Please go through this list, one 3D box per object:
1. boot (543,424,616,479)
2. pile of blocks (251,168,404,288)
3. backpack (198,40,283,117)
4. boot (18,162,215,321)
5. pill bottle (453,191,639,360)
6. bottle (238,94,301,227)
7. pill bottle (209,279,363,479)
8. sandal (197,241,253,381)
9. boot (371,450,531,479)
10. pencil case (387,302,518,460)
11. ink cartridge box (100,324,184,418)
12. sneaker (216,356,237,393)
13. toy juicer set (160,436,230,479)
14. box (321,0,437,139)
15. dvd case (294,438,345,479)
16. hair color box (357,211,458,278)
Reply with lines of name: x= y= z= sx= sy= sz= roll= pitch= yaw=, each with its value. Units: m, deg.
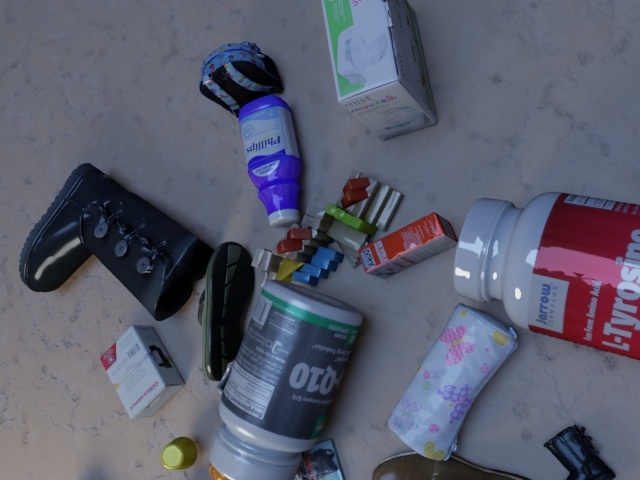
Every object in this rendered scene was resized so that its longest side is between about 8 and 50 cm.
boot: x=0.405 y=0.370 z=1.045 sx=0.121 sy=0.045 sz=0.099 roll=-39 pitch=67 yaw=9
pile of blocks: x=0.000 y=0.000 z=1.290 sx=0.362 sy=0.113 sz=0.149 roll=-41 pitch=65 yaw=16
backpack: x=-0.193 y=-0.373 z=1.425 sx=0.158 sy=0.173 sz=0.116 roll=-26 pitch=70 yaw=23
boot: x=-0.500 y=0.061 z=1.542 sx=0.445 sy=0.146 sz=0.367 roll=31 pitch=98 yaw=24
pill bottle: x=0.429 y=0.051 z=0.985 sx=0.408 sy=0.229 sz=0.229 roll=13 pitch=87 yaw=29
bottle: x=-0.101 y=-0.168 z=1.385 sx=0.118 sy=0.092 sz=0.282 roll=-18 pitch=73 yaw=23
pill bottle: x=-0.071 y=0.273 z=1.226 sx=0.204 sy=0.204 sz=0.361 roll=21 pitch=92 yaw=29
sandal: x=-0.224 y=0.149 z=1.386 sx=0.086 sy=0.120 sz=0.302 roll=4 pitch=83 yaw=43
boot: x=0.216 y=0.429 z=1.097 sx=0.305 sy=0.115 sz=0.112 roll=-1 pitch=82 yaw=29
pencil case: x=0.231 y=0.247 z=1.120 sx=0.124 sy=0.113 sz=0.273 roll=32 pitch=96 yaw=34
ink cartridge box: x=-0.413 y=0.303 z=1.478 sx=0.127 sy=0.072 sz=0.175 roll=-44 pitch=64 yaw=14
sneaker: x=-0.142 y=0.254 z=1.335 sx=0.069 sy=0.084 sz=0.185 roll=40 pitch=101 yaw=28
toy juicer set: x=-0.252 y=0.594 z=1.343 sx=0.209 sy=0.089 sz=0.328 roll=6 pitch=80 yaw=11
box: x=0.116 y=-0.360 z=1.225 sx=0.127 sy=0.231 sz=0.261 roll=-15 pitch=75 yaw=25
dvd case: x=-0.015 y=0.455 z=1.272 sx=0.119 sy=0.013 sz=0.087 roll=-26 pitch=70 yaw=23
hair color box: x=0.166 y=0.012 z=1.210 sx=0.167 sy=0.093 sz=0.053 roll=-28 pitch=68 yaw=20
